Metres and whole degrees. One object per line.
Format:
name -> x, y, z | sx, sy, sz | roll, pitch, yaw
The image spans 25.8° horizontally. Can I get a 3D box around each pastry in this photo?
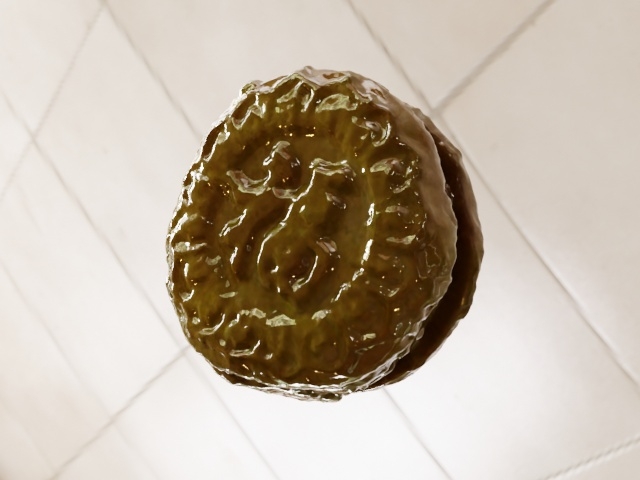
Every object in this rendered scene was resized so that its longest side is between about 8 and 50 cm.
pastry -> 0.000, 0.000, 0.417 | 0.109, 0.057, 0.097 | 13, 88, 35
